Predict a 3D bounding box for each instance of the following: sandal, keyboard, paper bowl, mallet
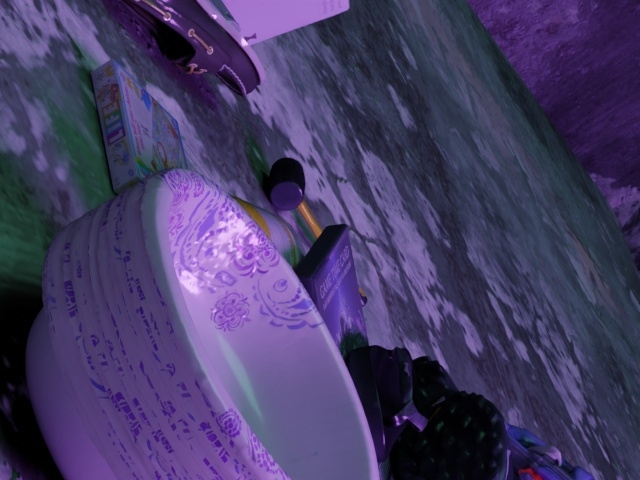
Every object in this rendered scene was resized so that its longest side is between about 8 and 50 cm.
[{"bbox_3d":[0.069,0.133,1.648,0.254,0.054,0.097,-28,109,-78],"label":"sandal"},{"bbox_3d":[-0.150,-0.301,2.000,0.072,0.014,0.256,39,11,-41],"label":"keyboard"},{"bbox_3d":[-0.090,0.105,1.263,0.284,0.148,0.284,54,15,-22],"label":"paper bowl"},{"bbox_3d":[0.000,0.000,1.989,0.189,0.039,0.062,60,14,-18],"label":"mallet"}]

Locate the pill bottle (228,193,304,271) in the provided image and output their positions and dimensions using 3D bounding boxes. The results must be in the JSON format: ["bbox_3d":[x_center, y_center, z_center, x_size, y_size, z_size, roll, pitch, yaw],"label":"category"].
[{"bbox_3d":[-0.079,0.016,1.554,0.103,0.103,0.184,65,15,18],"label":"pill bottle"}]

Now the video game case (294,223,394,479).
[{"bbox_3d":[0.023,0.139,1.626,0.196,0.026,0.274,-55,135,-74],"label":"video game case"}]

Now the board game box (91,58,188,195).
[{"bbox_3d":[-0.153,-0.076,1.636,0.103,0.026,0.154,46,20,-44],"label":"board game box"}]

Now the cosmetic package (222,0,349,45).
[{"bbox_3d":[-0.071,-0.343,2.091,0.151,0.151,0.183,80,-13,-66],"label":"cosmetic package"}]

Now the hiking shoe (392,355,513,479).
[{"bbox_3d":[0.135,0.215,1.785,0.132,0.113,0.304,61,1,-20],"label":"hiking shoe"}]

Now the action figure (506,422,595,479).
[{"bbox_3d":[0.284,0.357,1.985,0.341,0.178,0.330,40,5,39],"label":"action figure"}]

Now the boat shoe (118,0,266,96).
[{"bbox_3d":[-0.136,-0.212,1.880,0.081,0.068,0.228,26,-16,43],"label":"boat shoe"}]
